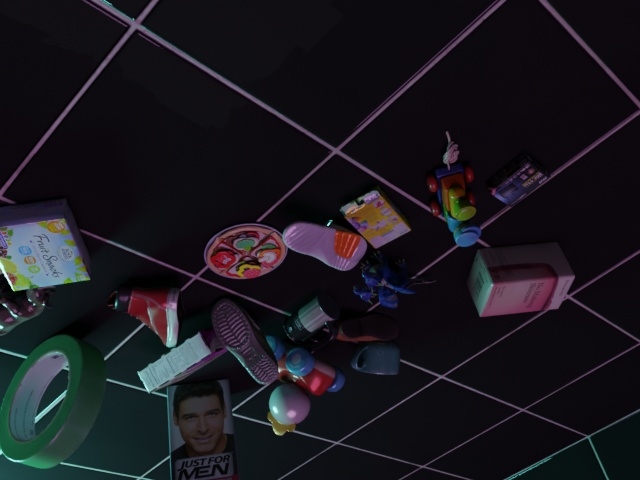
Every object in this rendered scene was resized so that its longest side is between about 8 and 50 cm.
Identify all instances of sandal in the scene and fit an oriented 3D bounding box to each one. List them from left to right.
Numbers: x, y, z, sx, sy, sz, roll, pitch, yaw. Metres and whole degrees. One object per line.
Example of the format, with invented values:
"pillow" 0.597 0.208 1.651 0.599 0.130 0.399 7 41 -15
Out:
"sandal" 0.006 -0.009 1.699 0.265 0.076 0.102 23 110 -44

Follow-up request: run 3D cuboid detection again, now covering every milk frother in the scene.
"milk frother" -0.001 0.220 1.957 0.135 0.129 0.143 -38 177 26

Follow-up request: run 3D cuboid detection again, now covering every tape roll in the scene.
"tape roll" -0.666 0.394 1.785 0.321 0.321 0.077 -33 135 21

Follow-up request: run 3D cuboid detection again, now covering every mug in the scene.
"mug" 0.164 0.329 2.077 0.130 0.097 0.158 5 177 13

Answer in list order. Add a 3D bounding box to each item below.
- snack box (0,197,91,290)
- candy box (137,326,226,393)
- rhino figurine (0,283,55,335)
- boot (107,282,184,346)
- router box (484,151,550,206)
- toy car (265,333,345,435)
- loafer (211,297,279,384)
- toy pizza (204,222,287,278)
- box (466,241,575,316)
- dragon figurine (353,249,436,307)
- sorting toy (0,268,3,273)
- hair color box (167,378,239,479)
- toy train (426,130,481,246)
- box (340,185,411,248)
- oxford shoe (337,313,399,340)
"snack box" -0.608 0.011 1.558 0.175 0.070 0.207 -8 140 -6
"candy box" -0.345 0.308 1.911 0.233 0.071 0.159 -33 171 23
"rhino figurine" -0.710 0.151 1.685 0.243 0.073 0.106 -26 132 18
"boot" -0.436 0.185 1.806 0.176 0.088 0.244 7 144 -2
"router box" 0.464 -0.142 1.700 0.092 0.038 0.122 25 127 -37
"toy car" -0.088 0.414 1.989 0.219 0.210 0.237 41 72 -52
"loafer" -0.195 0.259 1.878 0.094 0.087 0.251 -31 93 7
"toy pizza" -0.177 0.034 1.731 0.202 0.032 0.201 -8 139 -7
"box" 0.531 0.105 1.932 0.233 0.126 0.148 -5 138 -9
"dragon figurine" 0.186 0.117 1.838 0.289 0.144 0.085 25 127 -36
"sorting toy" -0.742 0.052 1.612 0.062 0.012 0.083 -15 143 9
"hair color box" -0.334 0.593 2.060 0.186 0.374 0.113 -6 139 -9
"toy train" 0.305 -0.108 1.615 0.105 0.143 0.248 -16 140 2
"box" 0.127 -0.058 1.702 0.105 0.043 0.179 -28 140 17
"oxford shoe" 0.127 0.251 2.036 0.212 0.076 0.076 5 157 -32
